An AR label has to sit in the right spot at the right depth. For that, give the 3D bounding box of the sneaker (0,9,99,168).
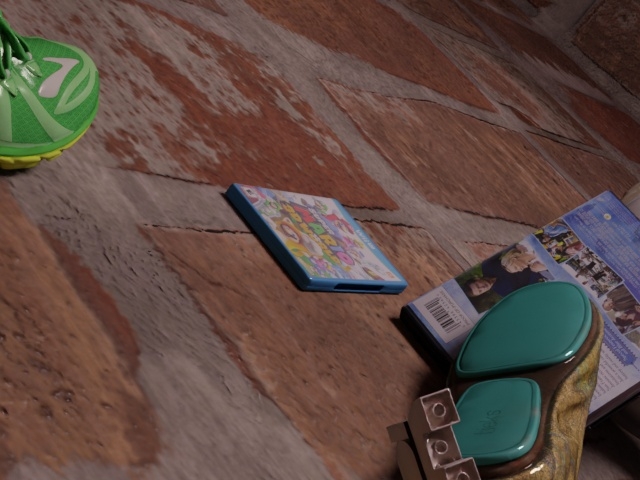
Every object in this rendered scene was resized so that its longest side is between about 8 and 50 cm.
[{"bbox_3d":[-0.235,-0.123,0.748,0.109,0.123,0.295,49,21,22],"label":"sneaker"}]

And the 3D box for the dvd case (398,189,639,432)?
[{"bbox_3d":[0.223,0.072,1.054,0.253,0.022,0.180,-28,62,-21],"label":"dvd case"}]

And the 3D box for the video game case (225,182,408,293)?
[{"bbox_3d":[0.000,0.000,1.059,0.119,0.015,0.166,50,22,25],"label":"video game case"}]

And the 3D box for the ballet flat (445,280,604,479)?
[{"bbox_3d":[0.152,0.139,0.897,0.123,0.123,0.348,41,26,1],"label":"ballet flat"}]

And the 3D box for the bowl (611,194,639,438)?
[{"bbox_3d":[0.373,0.061,1.151,0.298,0.298,0.134,51,10,27],"label":"bowl"}]

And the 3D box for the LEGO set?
[{"bbox_3d":[0.052,0.204,0.626,0.087,0.093,0.227,-14,81,-25],"label":"LEGO set"}]

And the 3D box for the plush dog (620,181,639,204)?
[{"bbox_3d":[0.541,0.018,1.792,0.225,0.211,0.262,50,46,-14],"label":"plush dog"}]
